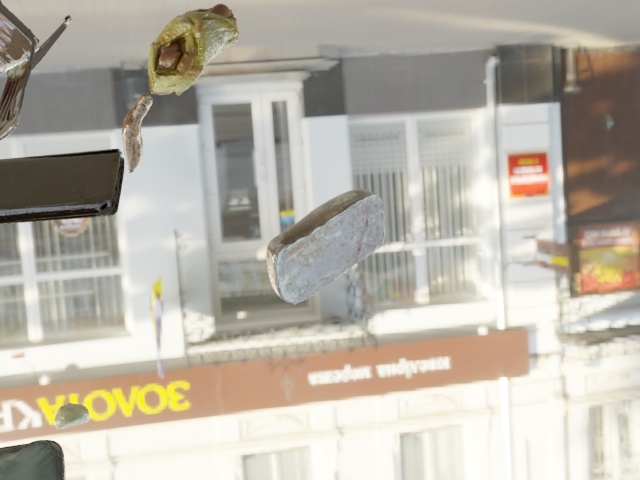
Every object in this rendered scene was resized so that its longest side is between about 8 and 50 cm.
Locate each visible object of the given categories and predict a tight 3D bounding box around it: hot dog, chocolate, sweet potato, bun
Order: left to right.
[{"bbox_3d":[-0.597,0.417,2.096,0.086,0.055,0.086,-15,166,-4],"label":"bun"},{"bbox_3d":[-0.311,-0.182,1.458,0.044,0.179,0.044,10,-135,-11],"label":"sweet potato"},{"bbox_3d":[-0.155,-0.243,1.056,0.078,0.061,0.169,28,-125,10],"label":"hot dog"},{"bbox_3d":[-0.001,-0.002,1.594,0.254,0.157,0.080,-34,-129,-22],"label":"chocolate"}]

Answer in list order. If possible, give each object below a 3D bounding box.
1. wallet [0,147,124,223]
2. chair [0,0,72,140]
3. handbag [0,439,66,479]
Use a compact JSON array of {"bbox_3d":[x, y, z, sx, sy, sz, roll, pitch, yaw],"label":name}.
[{"bbox_3d":[-0.347,-0.067,1.084,0.198,0.031,0.110,-4,-134,-1],"label":"wallet"},{"bbox_3d":[-0.618,-0.357,1.648,0.175,0.326,0.183,-18,133,30],"label":"chair"},{"bbox_3d":[-0.468,0.460,1.282,0.191,0.332,0.075,-9,150,-2],"label":"handbag"}]
